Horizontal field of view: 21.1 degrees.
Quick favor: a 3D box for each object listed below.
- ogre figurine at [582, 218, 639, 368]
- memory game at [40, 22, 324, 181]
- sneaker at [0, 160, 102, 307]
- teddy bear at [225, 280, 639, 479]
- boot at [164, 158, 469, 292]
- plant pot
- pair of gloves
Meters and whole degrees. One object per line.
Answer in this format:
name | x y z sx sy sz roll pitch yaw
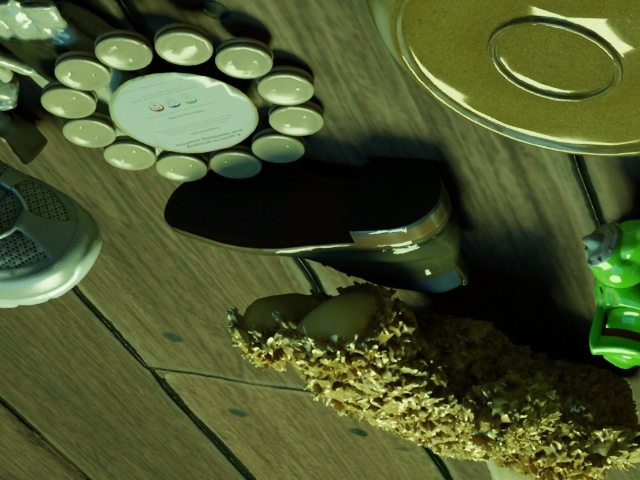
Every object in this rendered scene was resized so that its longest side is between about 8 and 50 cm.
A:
ogre figurine | 0.234 0.035 1.107 0.118 0.097 0.197 -2 162 15
memory game | -0.089 -0.088 1.127 0.186 0.012 0.186 2 152 1
sneaker | -0.292 -0.037 1.216 0.281 0.105 0.115 20 157 6
teddy bear | 0.087 0.118 1.282 0.245 0.113 0.338 2 163 41
boot | 0.000 0.000 1.212 0.219 0.082 0.106 2 148 28
plant pot | 0.133 -0.110 0.953 0.236 0.032 0.236 15 154 8
pair of gloves | -0.222 -0.112 1.184 0.240 0.042 0.204 4 152 30
